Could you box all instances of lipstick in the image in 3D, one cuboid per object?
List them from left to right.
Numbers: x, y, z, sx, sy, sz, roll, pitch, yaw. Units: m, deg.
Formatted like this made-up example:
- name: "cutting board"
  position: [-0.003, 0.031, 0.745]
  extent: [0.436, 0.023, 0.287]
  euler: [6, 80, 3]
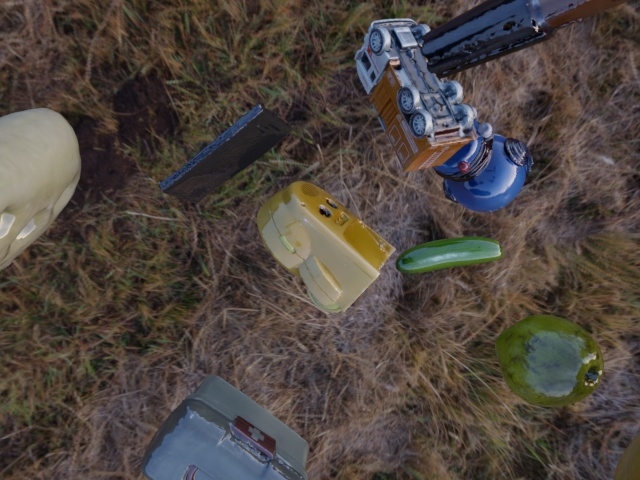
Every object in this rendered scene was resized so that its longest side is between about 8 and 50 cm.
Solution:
- name: "lipstick"
  position: [0.294, -0.280, 0.686]
  extent: [0.418, 0.077, 0.077]
  euler: [-12, 78, 45]

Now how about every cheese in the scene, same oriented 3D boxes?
- name: "cheese"
  position: [-0.402, -0.043, 0.706]
  extent: [0.129, 0.351, 0.328]
  euler: [42, 68, -9]

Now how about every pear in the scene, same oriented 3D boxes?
- name: "pear"
  position: [0.268, 0.142, 0.732]
  extent: [0.107, 0.131, 0.107]
  euler: [-4, 99, -27]

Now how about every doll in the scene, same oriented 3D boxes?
- name: "doll"
  position: [0.461, -0.217, 1.812]
  extent: [0.284, 0.310, 0.240]
  euler: [-27, 53, 33]

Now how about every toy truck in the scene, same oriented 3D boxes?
- name: "toy truck"
  position: [0.233, -0.381, 1.637]
  extent: [0.173, 0.207, 0.388]
  euler: [-13, 71, -28]

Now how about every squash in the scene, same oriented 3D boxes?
- name: "squash"
  position: [0.346, 0.035, 1.680]
  extent: [0.292, 0.082, 0.082]
  euler: [-10, 81, 9]

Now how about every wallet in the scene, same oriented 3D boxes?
- name: "wallet"
  position: [-0.169, -0.148, 1.127]
  extent: [0.244, 0.124, 0.025]
  euler: [-36, 70, 15]

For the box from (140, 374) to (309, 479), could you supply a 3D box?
- name: "box"
  position: [-0.124, 0.301, 0.852]
  extent: [0.210, 0.129, 0.148]
  euler: [37, 105, -4]

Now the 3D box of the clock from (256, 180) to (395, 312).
- name: "clock"
  position: [0.000, 0.000, 1.495]
  extent: [0.200, 0.244, 0.317]
  euler: [-42, 89, 22]

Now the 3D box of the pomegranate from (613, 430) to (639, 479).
- name: "pomegranate"
  position: [0.403, 0.275, 0.613]
  extent: [0.233, 0.233, 0.233]
  euler: [-1, 82, 8]
